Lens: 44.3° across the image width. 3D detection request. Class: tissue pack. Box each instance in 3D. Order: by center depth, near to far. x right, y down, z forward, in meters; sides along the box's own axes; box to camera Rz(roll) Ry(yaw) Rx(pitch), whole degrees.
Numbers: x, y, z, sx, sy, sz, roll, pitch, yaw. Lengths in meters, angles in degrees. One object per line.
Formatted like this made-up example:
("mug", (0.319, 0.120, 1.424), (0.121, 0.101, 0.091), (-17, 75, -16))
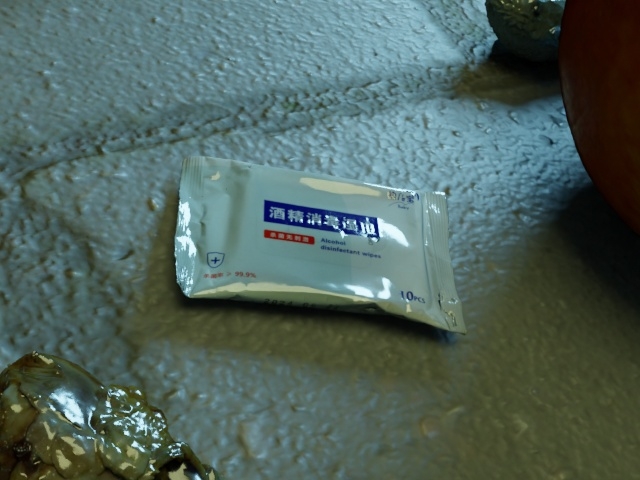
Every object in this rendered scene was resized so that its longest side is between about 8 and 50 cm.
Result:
("tissue pack", (0.000, 0.000, 0.525), (0.193, 0.026, 0.122), (9, 50, -12))

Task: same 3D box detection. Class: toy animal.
("toy animal", (0.260, -0.193, 0.756), (0.253, 0.070, 0.079), (12, 84, -25))

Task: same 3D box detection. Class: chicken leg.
("chicken leg", (-0.076, 0.126, 0.380), (0.198, 0.069, 0.085), (27, 25, -5))

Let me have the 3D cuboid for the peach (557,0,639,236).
("peach", (0.354, -0.161, 0.546), (0.389, 0.388, 0.388), (9, 50, -12))
